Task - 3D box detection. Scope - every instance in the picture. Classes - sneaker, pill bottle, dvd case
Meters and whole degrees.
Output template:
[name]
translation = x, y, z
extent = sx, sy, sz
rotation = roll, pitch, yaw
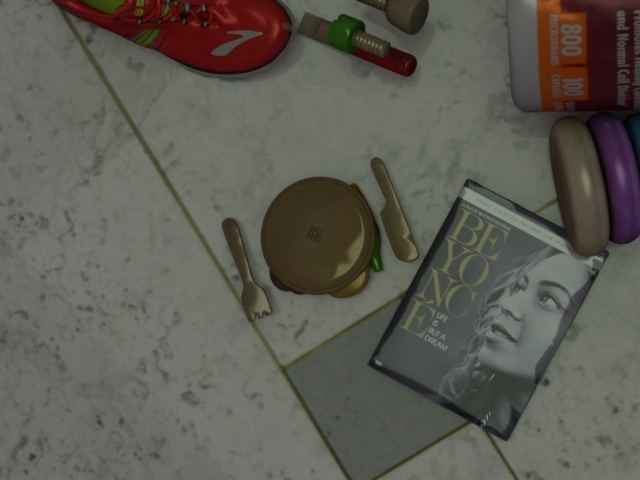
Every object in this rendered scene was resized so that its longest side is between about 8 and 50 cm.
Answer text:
[sneaker]
translation = -0.167, -0.236, 1.594
extent = 0.279, 0.118, 0.107
rotation = 15, 96, 8
[pill bottle]
translation = 0.376, -0.233, 1.455
extent = 0.392, 0.224, 0.224
rotation = -1, 88, 11
[dvd case]
translation = 0.171, 0.071, 1.596
extent = 0.164, 0.018, 0.221
rotation = 28, 92, 7

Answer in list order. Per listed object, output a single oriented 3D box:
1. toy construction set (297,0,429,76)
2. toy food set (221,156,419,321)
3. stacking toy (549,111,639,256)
[toy construction set]
translation = 0.020, -0.344, 1.557
extent = 0.237, 0.257, 0.309
rotation = 25, 115, 25
[toy food set]
translation = 0.000, 0.000, 1.615
extent = 0.192, 0.038, 0.132
rotation = -21, 79, 11
[stacking toy]
translation = 0.398, -0.082, 1.520
extent = 0.330, 0.141, 0.141
rotation = -11, 87, 3
